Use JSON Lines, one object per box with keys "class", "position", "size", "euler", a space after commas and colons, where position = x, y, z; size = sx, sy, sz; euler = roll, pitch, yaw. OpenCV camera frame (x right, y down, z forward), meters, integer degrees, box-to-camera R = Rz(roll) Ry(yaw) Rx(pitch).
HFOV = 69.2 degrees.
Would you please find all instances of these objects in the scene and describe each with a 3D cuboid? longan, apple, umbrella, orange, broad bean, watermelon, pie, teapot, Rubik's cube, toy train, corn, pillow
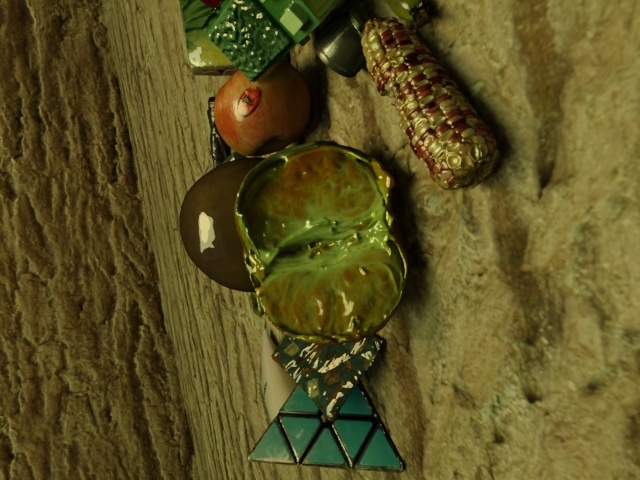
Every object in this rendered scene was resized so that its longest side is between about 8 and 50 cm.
{"class": "longan", "position": [-0.144, -0.033, 0.980], "size": [0.297, 0.297, 0.297], "euler": [28, 124, 53]}
{"class": "apple", "position": [-0.118, -0.270, 0.946], "size": [0.209, 0.209, 0.164], "euler": [-25, 88, 60]}
{"class": "umbrella", "position": [-0.308, -0.311, 1.402], "size": [0.066, 0.059, 0.236], "euler": [-111, 20, -62]}
{"class": "orange", "position": [-0.002, 0.002, 0.788], "size": [0.196, 0.262, 0.335], "euler": [168, 82, -76]}
{"class": "broad bean", "position": [0.094, -0.416, 0.675], "size": [0.075, 0.067, 0.325], "euler": [71, 176, -75]}
{"class": "watermelon", "position": [-0.203, -0.473, 1.067], "size": [0.201, 0.212, 0.262], "euler": [128, 131, -73]}
{"class": "pie", "position": [-0.200, 0.195, 1.433], "size": [0.085, 0.017, 0.085], "euler": [27, 123, 54]}
{"class": "teapot", "position": [0.041, -0.343, 0.761], "size": [0.091, 0.092, 0.124], "euler": [-41, 70, 40]}
{"class": "Rubik's cube", "position": [0.019, 0.399, 1.014], "size": [0.233, 0.229, 0.228], "euler": [-41, 104, 17]}
{"class": "toy train", "position": [-0.067, -0.393, 0.769], "size": [0.159, 0.188, 0.271], "euler": [44, 150, -22]}
{"class": "corn", "position": [0.138, -0.193, 0.635], "size": [0.290, 0.098, 0.098], "euler": [63, 147, 23]}
{"class": "pillow", "position": [0.005, 0.229, 0.979], "size": [0.189, 0.034, 0.255], "euler": [-57, 37, -3]}

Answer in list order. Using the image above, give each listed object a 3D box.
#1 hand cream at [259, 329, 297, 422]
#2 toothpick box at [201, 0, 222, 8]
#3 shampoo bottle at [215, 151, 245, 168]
{"class": "hand cream", "position": [-0.109, 0.424, 1.279], "size": [0.359, 0.118, 0.186], "euler": [-132, 41, -51]}
{"class": "toothpick box", "position": [-0.173, -0.648, 0.886], "size": [0.204, 0.204, 0.333], "euler": [-21, 80, 60]}
{"class": "shampoo bottle", "position": [-0.302, -0.186, 1.378], "size": [0.049, 0.087, 0.233], "euler": [40, 134, -19]}
